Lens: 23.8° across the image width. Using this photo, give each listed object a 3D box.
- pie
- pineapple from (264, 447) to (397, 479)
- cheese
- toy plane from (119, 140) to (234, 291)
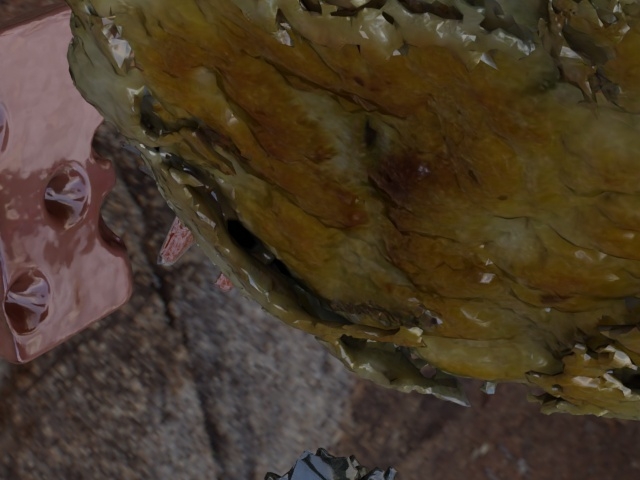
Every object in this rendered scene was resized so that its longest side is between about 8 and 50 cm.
[{"bbox_3d":[0.036,-0.031,0.432,0.274,0.274,0.055,49,55,-32],"label":"pie"},{"bbox_3d":[0.026,0.196,0.910,0.158,0.158,0.278,-41,155,-14],"label":"pineapple"},{"bbox_3d":[-0.206,-0.060,0.945,0.128,0.203,0.177,-31,151,-47],"label":"cheese"},{"bbox_3d":[0.002,-0.007,1.086,0.326,0.223,0.104,14,95,-57],"label":"toy plane"}]
